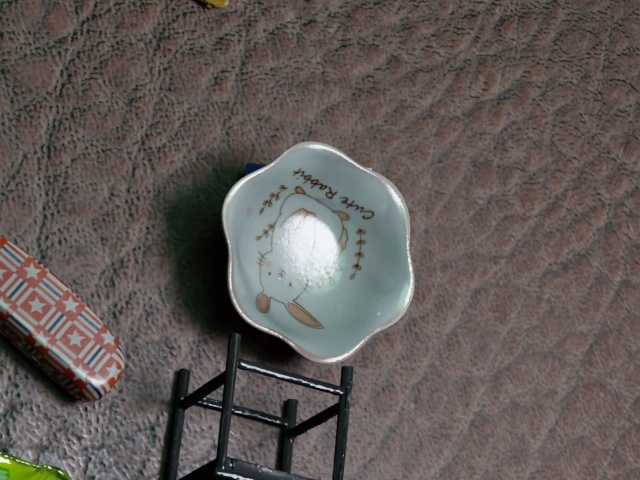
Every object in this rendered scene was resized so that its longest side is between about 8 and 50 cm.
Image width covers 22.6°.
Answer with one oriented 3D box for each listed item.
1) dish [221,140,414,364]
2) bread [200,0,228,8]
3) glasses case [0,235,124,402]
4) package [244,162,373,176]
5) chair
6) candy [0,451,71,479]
[{"bbox_3d":[-0.014,0.015,1.658,0.229,0.081,0.229,5,80,-26],"label":"dish"},{"bbox_3d":[-0.160,-0.339,1.760,0.136,0.054,0.154,8,64,-25],"label":"bread"},{"bbox_3d":[-0.269,0.072,1.528,0.194,0.049,0.073,44,54,-8],"label":"glasses case"},{"bbox_3d":[0.000,0.000,1.732,0.171,0.027,0.173,-1,76,-31],"label":"package"},{"bbox_3d":[-0.069,0.242,1.531,0.155,0.141,0.260,18,60,-24],"label":"chair"},{"bbox_3d":[-0.354,0.203,1.395,0.246,0.069,0.149,38,88,-9],"label":"candy"}]
